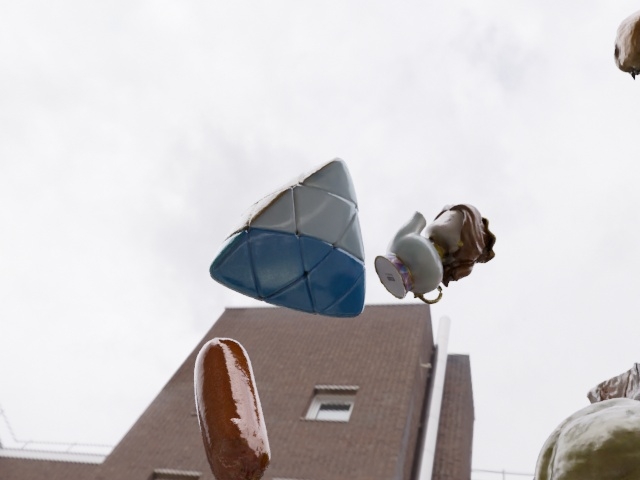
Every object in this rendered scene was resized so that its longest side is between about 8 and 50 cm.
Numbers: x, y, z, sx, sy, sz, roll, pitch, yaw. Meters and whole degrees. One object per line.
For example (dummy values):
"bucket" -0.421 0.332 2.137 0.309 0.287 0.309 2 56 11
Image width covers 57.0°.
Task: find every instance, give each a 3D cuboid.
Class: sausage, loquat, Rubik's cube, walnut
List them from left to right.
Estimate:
"sausage" -0.102 0.192 0.666 0.076 0.197 0.076 -10 -55 -14
"Rubik's cube" 0.000 0.000 0.875 0.255 0.254 0.254 6 -65 14
"walnut" 0.422 0.342 0.773 0.277 0.282 0.253 -11 -105 -8
"loquat" 0.608 -0.368 1.091 0.113 0.137 0.137 22 -61 -14

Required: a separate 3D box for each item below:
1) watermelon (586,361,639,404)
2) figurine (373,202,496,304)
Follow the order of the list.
"watermelon" 0.638 0.340 1.108 0.232 0.310 0.193 34 -32 12
"figurine" 0.244 0.018 1.211 0.263 0.142 0.189 -28 -75 -21
